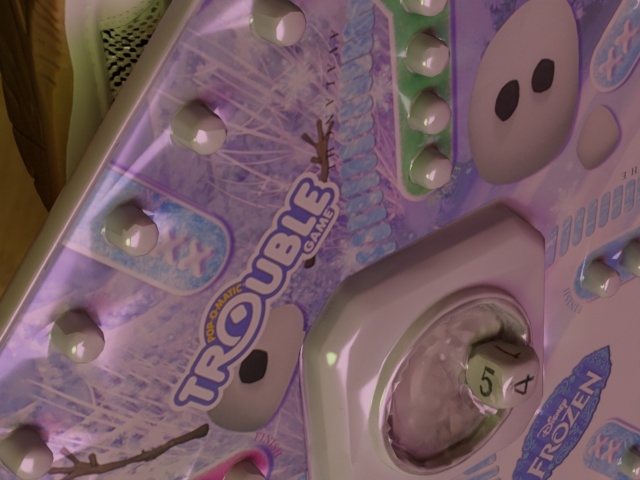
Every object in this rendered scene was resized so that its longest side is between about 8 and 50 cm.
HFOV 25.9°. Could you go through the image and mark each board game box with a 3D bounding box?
[{"bbox_3d":[0.054,0.058,0.550,0.390,0.050,0.390,28,94,-46],"label":"board game box"}]

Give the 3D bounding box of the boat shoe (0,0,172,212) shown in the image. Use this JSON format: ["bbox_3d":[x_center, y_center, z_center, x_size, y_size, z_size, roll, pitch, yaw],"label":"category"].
[{"bbox_3d":[-0.062,-0.110,0.469,0.096,0.098,0.277,-19,154,-19],"label":"boat shoe"}]
